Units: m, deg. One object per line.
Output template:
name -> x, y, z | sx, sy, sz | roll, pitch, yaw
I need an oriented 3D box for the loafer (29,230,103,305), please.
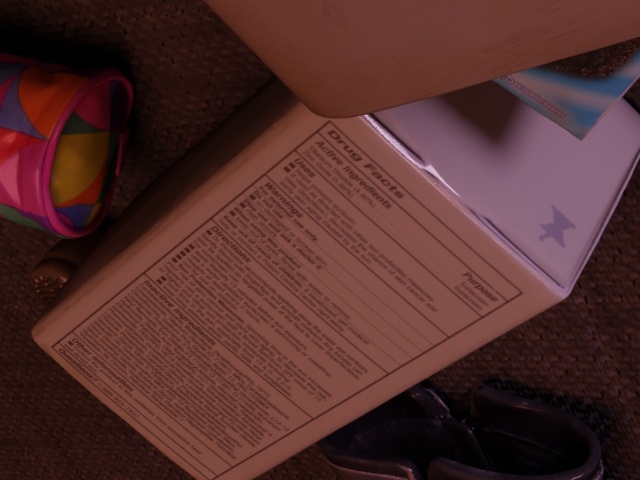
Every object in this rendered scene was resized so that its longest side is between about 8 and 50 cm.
loafer -> -0.108, 0.044, 1.156 | 0.056, 0.050, 0.148 | 2, 148, 38

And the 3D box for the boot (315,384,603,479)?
boot -> 0.158, 0.197, 1.082 | 0.338, 0.118, 0.223 | 5, 128, 25

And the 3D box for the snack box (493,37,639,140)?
snack box -> 0.019, -0.192, 0.727 | 0.322, 0.060, 0.187 | 34, 139, -3

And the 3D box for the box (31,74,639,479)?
box -> 0.000, 0.000, 0.974 | 0.148, 0.121, 0.311 | 43, 141, -11

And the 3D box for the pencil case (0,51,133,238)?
pencil case -> -0.216, -0.073, 1.074 | 0.236, 0.104, 0.104 | 18, 139, 22

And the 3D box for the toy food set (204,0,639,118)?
toy food set -> 0.041, -0.165, 0.644 | 0.306, 0.092, 0.220 | -14, 133, 39
